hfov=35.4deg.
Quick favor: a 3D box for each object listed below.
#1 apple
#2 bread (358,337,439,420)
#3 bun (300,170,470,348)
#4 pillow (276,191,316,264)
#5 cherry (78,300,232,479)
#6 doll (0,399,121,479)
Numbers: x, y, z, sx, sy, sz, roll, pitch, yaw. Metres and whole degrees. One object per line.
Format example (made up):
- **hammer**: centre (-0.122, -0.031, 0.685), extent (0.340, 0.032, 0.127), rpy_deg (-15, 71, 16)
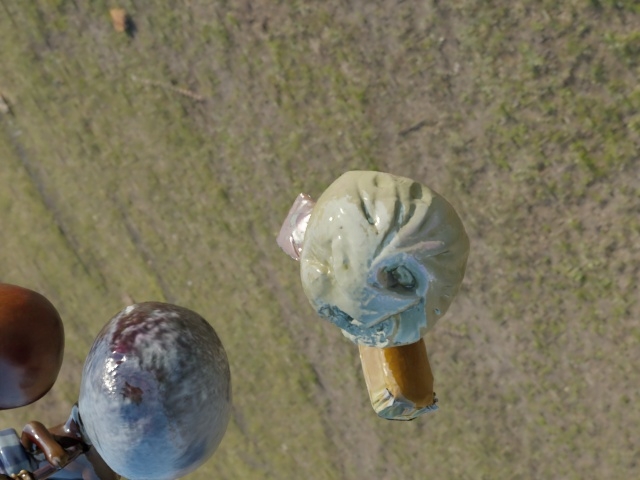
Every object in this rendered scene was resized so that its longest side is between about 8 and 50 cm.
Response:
- **apple**: centre (-0.541, 0.178, 1.673), extent (0.234, 0.234, 0.234), rpy_deg (43, 154, 28)
- **bread**: centre (0.171, 0.273, 2.225), extent (0.107, 0.136, 0.241), rpy_deg (-48, 41, 44)
- **bun**: centre (0.068, 0.026, 1.080), extent (0.178, 0.193, 0.128), rpy_deg (22, -176, -14)
- **pillow**: centre (0.000, 0.000, 2.129), extent (0.049, 0.135, 0.248), rpy_deg (26, -173, -41)
- **cherry**: centre (-0.233, 0.214, 1.414), extent (0.296, 0.218, 0.254), rpy_deg (150, 124, -86)
- **doll**: centre (-0.528, 0.430, 1.823), extent (0.318, 0.340, 0.209), rpy_deg (113, 143, -56)
